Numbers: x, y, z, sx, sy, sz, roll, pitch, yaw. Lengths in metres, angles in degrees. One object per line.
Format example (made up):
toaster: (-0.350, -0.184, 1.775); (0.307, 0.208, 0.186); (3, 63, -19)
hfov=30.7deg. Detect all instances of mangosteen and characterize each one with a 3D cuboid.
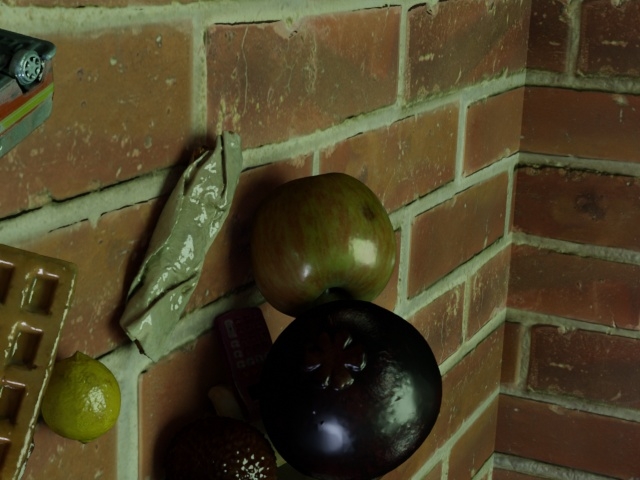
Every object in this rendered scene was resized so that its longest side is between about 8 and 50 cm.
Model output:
mangosteen: (0.050, 0.265, 1.951); (0.347, 0.307, 0.306); (75, 33, -58)

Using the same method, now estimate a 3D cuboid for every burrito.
burrito: (-0.205, -0.009, 1.770); (0.392, 0.076, 0.117); (-69, 152, -23)

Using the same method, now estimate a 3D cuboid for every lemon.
lemon: (-0.320, 0.213, 1.560); (0.109, 0.109, 0.133); (-35, 125, -58)

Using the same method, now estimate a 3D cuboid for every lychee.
lychee: (-0.157, 0.369, 1.880); (0.194, 0.195, 0.194); (9, 90, -66)

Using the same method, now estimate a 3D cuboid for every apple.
apple: (0.000, 0.000, 2.025); (0.264, 0.264, 0.264); (9, 90, -66)

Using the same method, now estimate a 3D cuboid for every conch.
conch: (-0.103, 0.321, 2.049); (0.255, 0.127, 0.158); (24, 77, -64)

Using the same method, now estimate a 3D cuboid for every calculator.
calculator: (-0.118, 0.211, 2.005); (0.127, 0.034, 0.190); (-11, 80, -53)

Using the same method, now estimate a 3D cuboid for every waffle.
waffle: (-0.401, 0.153, 1.233); (0.098, 0.224, 0.327); (155, -49, -70)

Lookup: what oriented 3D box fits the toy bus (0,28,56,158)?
toy bus: (-0.400, -0.130, 1.263); (0.265, 0.121, 0.119); (-53, 153, -46)

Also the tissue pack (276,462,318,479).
tissue pack: (-0.032, 0.594, 2.128); (0.267, 0.277, 0.387); (58, 48, -59)
